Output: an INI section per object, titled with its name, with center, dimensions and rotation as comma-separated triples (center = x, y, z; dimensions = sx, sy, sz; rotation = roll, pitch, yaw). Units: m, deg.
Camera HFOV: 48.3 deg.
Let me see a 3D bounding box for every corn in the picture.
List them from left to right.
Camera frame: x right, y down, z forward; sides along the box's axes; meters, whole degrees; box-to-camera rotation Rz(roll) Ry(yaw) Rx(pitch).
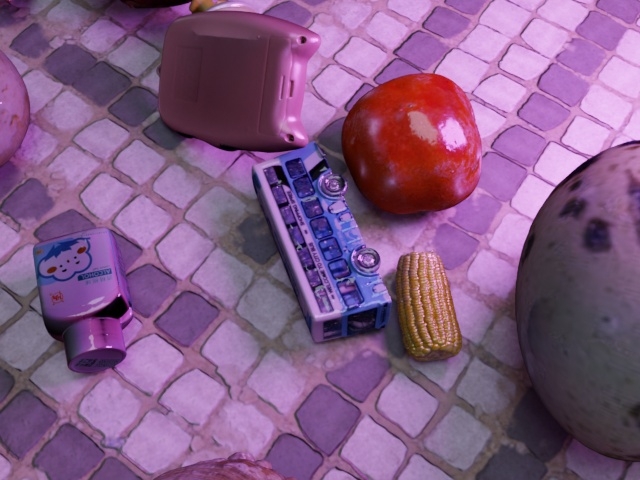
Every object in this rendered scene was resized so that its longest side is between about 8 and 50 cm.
[corn]
center = 0.156, 0.094, 1.047
dimensions = 0.085, 0.063, 0.165
rotation = -14, 59, 18

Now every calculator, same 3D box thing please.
[calculator]
center = -0.152, -0.254, 1.137
dimensions = 0.329, 0.220, 0.048
rotation = 15, 14, 34

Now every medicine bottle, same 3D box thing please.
[medicine bottle]
center = -0.332, 0.086, 1.017
dimensions = 0.119, 0.094, 0.188
rotation = -15, 63, -10

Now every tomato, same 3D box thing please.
[tomato]
center = 0.142, -0.156, 1.113
dimensions = 0.231, 0.189, 0.232
rotation = 0, 59, 0

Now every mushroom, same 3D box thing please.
[mushroom]
center = -0.596, -0.213, 1.132
dimensions = 0.243, 0.243, 0.244
rotation = 1, 61, -1

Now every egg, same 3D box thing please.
[egg]
center = 0.426, 0.070, 0.912
dimensions = 0.344, 0.345, 0.428
rotation = 18, 65, 8

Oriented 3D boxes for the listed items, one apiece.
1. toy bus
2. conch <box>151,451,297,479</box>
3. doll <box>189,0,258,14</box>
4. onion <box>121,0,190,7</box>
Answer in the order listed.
[toy bus]
center = 0.000, 0.000, 1.073
dimensions = 0.130, 0.106, 0.297
rotation = -18, 62, -9
[conch]
center = -0.161, 0.363, 0.807
dimensions = 0.352, 0.210, 0.297
rotation = 37, 94, -20
[doll]
center = -0.139, -0.297, 1.228
dimensions = 0.117, 0.141, 0.296
rotation = -26, 71, 31
[onion]
center = -0.306, -0.563, 1.288
dimensions = 0.336, 0.260, 0.282
rotation = 29, 101, 4
